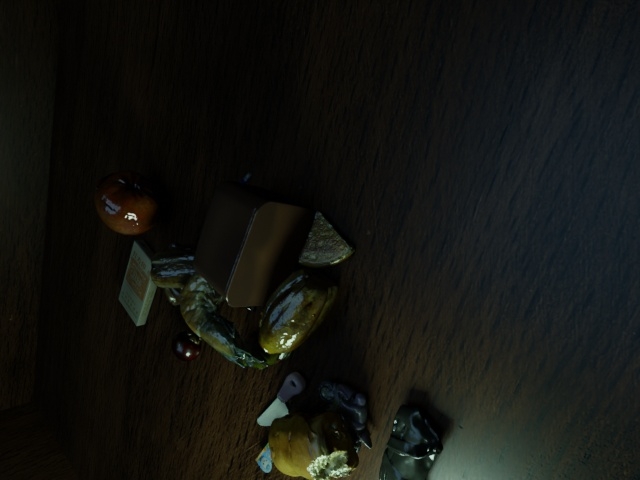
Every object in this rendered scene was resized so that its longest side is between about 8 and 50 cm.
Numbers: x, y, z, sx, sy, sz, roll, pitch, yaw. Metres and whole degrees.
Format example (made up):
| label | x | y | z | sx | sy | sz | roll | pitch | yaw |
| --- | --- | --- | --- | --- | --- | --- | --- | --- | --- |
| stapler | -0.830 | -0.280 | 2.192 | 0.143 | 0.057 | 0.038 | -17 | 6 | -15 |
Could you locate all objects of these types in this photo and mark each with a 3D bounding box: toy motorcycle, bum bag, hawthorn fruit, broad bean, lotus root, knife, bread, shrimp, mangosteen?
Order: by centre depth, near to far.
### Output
| label | x | y | z | sx | sy | sz | roll | pitch | yaw |
| --- | --- | --- | --- | --- | --- | --- | --- | --- | --- |
| bum bag | 0.234 | 0.602 | 1.157 | 0.142 | 0.080 | 0.326 | 24 | 110 | 39 |
| toy motorcycle | 0.086 | 0.510 | 1.273 | 0.152 | 0.073 | 0.225 | -37 | 71 | 33 |
| bread | -0.042 | 0.610 | 1.281 | 0.344 | 0.149 | 0.195 | -38 | 75 | 56 |
| lotus root | -0.084 | 0.213 | 1.301 | 0.193 | 0.193 | 0.291 | 42 | 105 | 28 |
| broad bean | -0.179 | 0.396 | 1.485 | 0.339 | 0.061 | 0.077 | -30 | 68 | 36 |
| knife | -0.135 | 0.569 | 1.494 | 0.081 | 0.043 | 0.336 | 45 | 127 | 19 |
| shrimp | -0.317 | 0.264 | 1.505 | 0.445 | 0.085 | 0.272 | 41 | 96 | 23 |
| lotus root | -0.505 | 0.109 | 1.629 | 0.330 | 0.078 | 0.167 | -6 | 95 | 11 |
| mangosteen | -0.537 | 0.418 | 1.753 | 0.140 | 0.140 | 0.140 | 5 | 98 | 39 |
| hawthorn fruit | -0.815 | -0.136 | 1.841 | 0.276 | 0.276 | 0.307 | 57 | 147 | 20 |

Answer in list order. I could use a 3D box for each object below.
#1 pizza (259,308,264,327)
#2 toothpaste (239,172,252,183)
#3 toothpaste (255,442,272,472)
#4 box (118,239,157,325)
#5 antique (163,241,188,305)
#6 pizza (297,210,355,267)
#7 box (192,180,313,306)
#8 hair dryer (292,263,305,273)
| label | x | y | z | sx | sy | sz | roll | pitch | yaw |
| --- | --- | --- | --- | --- | --- | --- | --- | --- | --- |
| pizza | -0.159 | 0.260 | 1.457 | 0.161 | 0.062 | 0.182 | -40 | 71 | 41 |
| toothpaste | -0.270 | -0.213 | 1.530 | 0.083 | 0.015 | 0.024 | -36 | 64 | 41 |
| toothpaste | -0.158 | 0.740 | 1.515 | 0.070 | 0.044 | 0.193 | 45 | 121 | 25 |
| box | -0.849 | 0.201 | 2.021 | 0.205 | 0.051 | 0.365 | 41 | 119 | 29 |
| antique | -0.562 | 0.133 | 1.737 | 0.143 | 0.121 | 0.256 | -9 | 89 | 34 |
| pizza | 0.000 | 0.000 | 1.302 | 0.185 | 0.036 | 0.176 | -25 | 71 | 22 |
| box | -0.222 | 0.005 | 1.352 | 0.229 | 0.239 | 0.339 | 30 | 105 | 36 |
| hair dryer | -0.073 | 0.090 | 1.355 | 0.031 | 0.083 | 0.079 | 39 | 126 | 10 |
